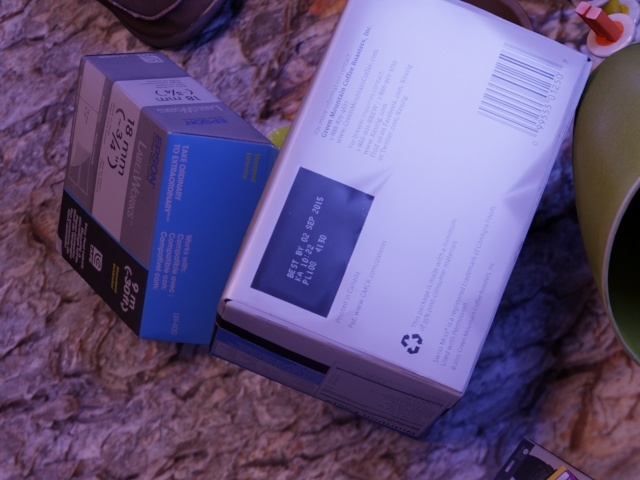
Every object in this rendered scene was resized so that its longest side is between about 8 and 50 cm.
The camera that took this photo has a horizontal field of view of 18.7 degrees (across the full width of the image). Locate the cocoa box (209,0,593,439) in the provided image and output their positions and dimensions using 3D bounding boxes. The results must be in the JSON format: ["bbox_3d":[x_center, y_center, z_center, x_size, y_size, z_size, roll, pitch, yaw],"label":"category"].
[{"bbox_3d":[0.066,-0.028,1.787,0.231,0.228,0.347,22,73,0],"label":"cocoa box"}]

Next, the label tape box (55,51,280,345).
[{"bbox_3d":[-0.156,-0.031,2.049,0.334,0.106,0.240,40,126,49],"label":"label tape box"}]

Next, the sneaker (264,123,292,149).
[{"bbox_3d":[0.000,0.000,2.015,0.091,0.126,0.240,-14,68,-16],"label":"sneaker"}]

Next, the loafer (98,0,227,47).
[{"bbox_3d":[-0.248,-0.347,2.437,0.366,0.130,0.134,27,78,47],"label":"loafer"}]

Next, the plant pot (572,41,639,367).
[{"bbox_3d":[0.330,-0.056,1.670,0.275,0.275,0.293,-39,28,9],"label":"plant pot"}]

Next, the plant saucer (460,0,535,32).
[{"bbox_3d":[0.113,-0.148,2.054,0.278,0.041,0.278,-22,47,26],"label":"plant saucer"}]

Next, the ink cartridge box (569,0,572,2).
[{"bbox_3d":[0.225,-0.473,1.943,0.270,0.395,0.151,-44,42,2],"label":"ink cartridge box"}]

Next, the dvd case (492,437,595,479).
[{"bbox_3d":[0.205,0.291,1.649,0.179,0.029,0.239,-52,42,-6],"label":"dvd case"}]

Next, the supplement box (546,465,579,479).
[{"bbox_3d":[0.214,0.239,1.627,0.055,0.043,0.083,-42,41,4],"label":"supplement box"}]

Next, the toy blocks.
[{"bbox_3d":[0.268,-0.237,1.912,0.054,0.148,0.123,-29,44,20],"label":"toy blocks"}]
